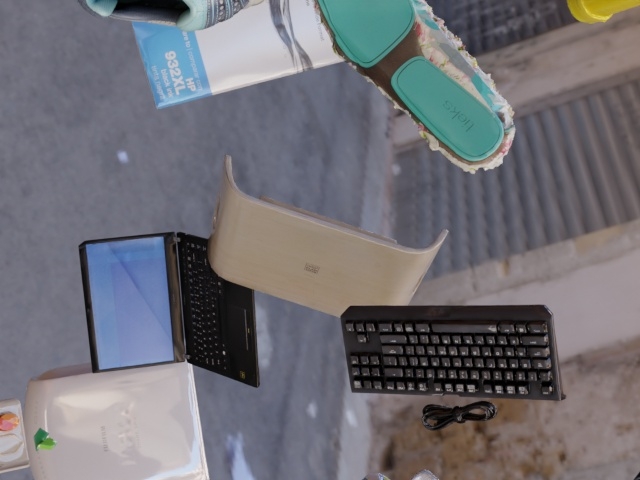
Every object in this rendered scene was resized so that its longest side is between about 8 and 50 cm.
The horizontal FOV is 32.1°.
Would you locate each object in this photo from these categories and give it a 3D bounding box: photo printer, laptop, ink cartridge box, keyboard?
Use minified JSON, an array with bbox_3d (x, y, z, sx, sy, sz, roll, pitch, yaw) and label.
[{"bbox_3d":[-0.364,0.335,1.963,0.107,0.308,0.256,-165,-112,-82],"label":"photo printer"},{"bbox_3d":[-0.239,0.117,1.767,0.137,0.264,0.234,-23,117,-45],"label":"laptop"},{"bbox_3d":[-0.066,-0.278,1.371,0.223,0.308,0.129,-103,179,-72],"label":"ink cartridge box"},{"bbox_3d":[0.103,0.104,0.886,0.023,0.180,0.108,-35,118,-55],"label":"keyboard"}]

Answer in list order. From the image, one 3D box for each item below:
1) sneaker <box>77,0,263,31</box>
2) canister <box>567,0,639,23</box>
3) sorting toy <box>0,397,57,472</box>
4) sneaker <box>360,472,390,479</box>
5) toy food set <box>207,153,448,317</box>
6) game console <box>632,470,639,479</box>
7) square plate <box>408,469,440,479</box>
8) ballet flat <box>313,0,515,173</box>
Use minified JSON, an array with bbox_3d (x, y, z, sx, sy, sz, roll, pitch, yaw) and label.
[{"bbox_3d":[-0.181,-0.249,0.936,0.122,0.283,0.110,-49,147,-39],"label":"sneaker"},{"bbox_3d":[0.389,-0.351,1.370,0.073,0.170,0.126,-1,85,-39],"label":"canister"},{"bbox_3d":[-0.268,0.167,0.956,0.083,0.012,0.062,-5,76,-42],"label":"sorting toy"},{"bbox_3d":[0.059,0.436,1.758,0.126,0.091,0.240,31,20,-17],"label":"sneaker"},{"bbox_3d":[0.000,0.000,1.503,0.219,0.306,0.092,111,-4,-58],"label":"toy food set"},{"bbox_3d":[0.271,0.228,0.991,0.044,0.361,0.213,50,-37,29],"label":"game console"},{"bbox_3d":[0.117,0.468,1.146,0.344,0.347,0.049,42,-29,18],"label":"square plate"},{"bbox_3d":[0.071,-0.156,0.920,0.241,0.091,0.077,54,13,-1],"label":"ballet flat"}]
